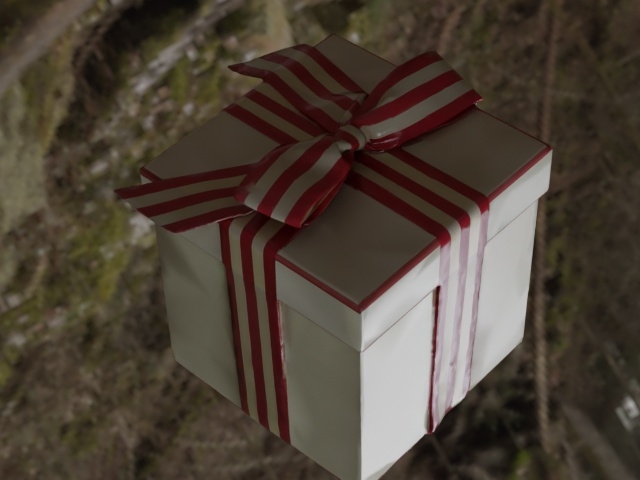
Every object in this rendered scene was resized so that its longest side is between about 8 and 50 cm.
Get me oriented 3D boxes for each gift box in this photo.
[{"bbox_3d":[0.000,0.000,1.144,0.255,0.276,0.258,-43,149,-34],"label":"gift box"}]
